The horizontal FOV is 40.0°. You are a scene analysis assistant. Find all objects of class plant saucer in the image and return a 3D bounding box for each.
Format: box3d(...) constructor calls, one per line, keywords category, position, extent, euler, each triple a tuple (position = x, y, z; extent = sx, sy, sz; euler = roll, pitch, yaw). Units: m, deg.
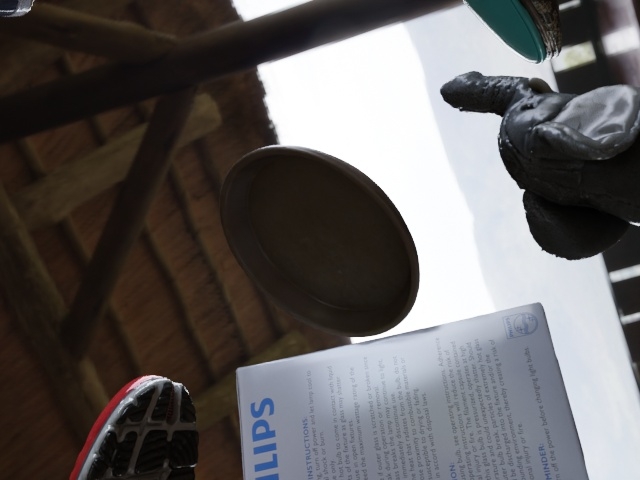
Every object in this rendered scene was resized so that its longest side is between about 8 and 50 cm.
box3d(category="plant saucer", position=(0.000, 0.000, 1.069), extent=(0.041, 0.277, 0.278), euler=(-48, -55, -42))

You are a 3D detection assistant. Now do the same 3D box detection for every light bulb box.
box3d(category="light bulb box", position=(0.130, 0.281, 1.071), extent=(0.358, 0.361, 0.225), euler=(60, -160, -55))

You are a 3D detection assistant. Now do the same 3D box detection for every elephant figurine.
box3d(category="elephant figurine", position=(0.223, -0.068, 0.722), extent=(0.186, 0.239, 0.169), euler=(-42, -54, -79))

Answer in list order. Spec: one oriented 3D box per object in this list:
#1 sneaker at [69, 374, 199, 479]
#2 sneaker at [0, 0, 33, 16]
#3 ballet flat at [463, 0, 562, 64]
box3d(category="sneaker", position=(-0.194, 0.228, 0.721), extent=(0.107, 0.279, 0.118), euler=(15, -170, -46))
box3d(category="sneaker", position=(-0.547, -0.447, 1.271), extent=(0.282, 0.099, 0.153), euler=(57, -147, 0))
box3d(category="ballet flat", position=(0.174, -0.424, 1.118), extent=(0.482, 0.182, 0.164), euler=(31, -177, -24))
